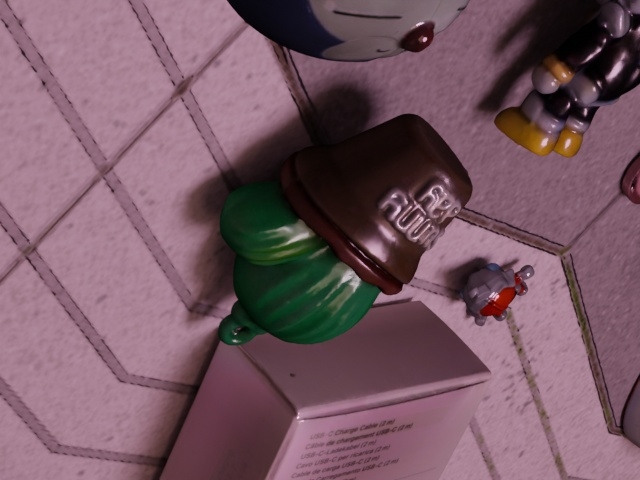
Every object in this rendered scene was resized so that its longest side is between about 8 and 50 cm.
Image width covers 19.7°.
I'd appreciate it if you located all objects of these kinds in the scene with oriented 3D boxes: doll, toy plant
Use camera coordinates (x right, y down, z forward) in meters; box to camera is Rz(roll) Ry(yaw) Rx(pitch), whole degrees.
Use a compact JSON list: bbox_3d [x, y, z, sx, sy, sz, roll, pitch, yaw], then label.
[{"bbox_3d":[0.248,-0.179,1.260,0.145,0.103,0.316,20,119,-42],"label":"doll"},{"bbox_3d":[0.133,0.039,1.434,0.057,0.039,0.114,-18,167,19],"label":"doll"},{"bbox_3d":[0.000,0.000,1.193,0.200,0.105,0.143,-38,140,12],"label":"toy plant"}]

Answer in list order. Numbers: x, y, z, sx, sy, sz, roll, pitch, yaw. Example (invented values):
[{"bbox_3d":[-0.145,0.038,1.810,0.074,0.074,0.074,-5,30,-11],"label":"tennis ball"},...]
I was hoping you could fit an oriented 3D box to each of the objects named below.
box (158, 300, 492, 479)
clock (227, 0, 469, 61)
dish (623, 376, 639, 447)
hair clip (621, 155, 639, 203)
[{"bbox_3d":[-0.013,0.178,1.368,0.203,0.106,0.252,-6,132,-42],"label":"box"},{"bbox_3d":[0.035,-0.208,0.960,0.199,0.146,0.243,-1,124,-40],"label":"clock"},{"bbox_3d":[0.425,0.138,1.787,0.256,0.117,0.256,-28,143,-24],"label":"dish"},{"bbox_3d":[0.307,-0.092,1.486,0.123,0.102,0.138,-20,108,-35],"label":"hair clip"}]
